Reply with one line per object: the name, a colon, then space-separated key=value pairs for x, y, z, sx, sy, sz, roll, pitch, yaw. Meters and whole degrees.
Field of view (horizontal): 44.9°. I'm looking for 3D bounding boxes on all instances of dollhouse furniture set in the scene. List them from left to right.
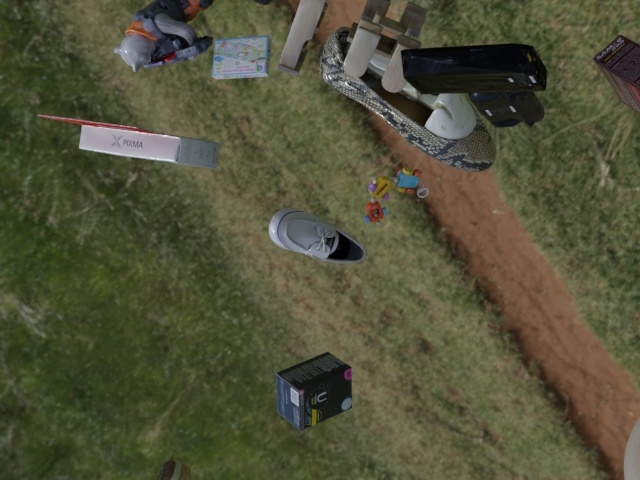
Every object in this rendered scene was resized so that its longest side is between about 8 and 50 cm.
dollhouse furniture set: x=0.064 y=-0.370 z=1.465 sx=0.242 sy=0.212 sz=0.161 roll=21 pitch=128 yaw=-5

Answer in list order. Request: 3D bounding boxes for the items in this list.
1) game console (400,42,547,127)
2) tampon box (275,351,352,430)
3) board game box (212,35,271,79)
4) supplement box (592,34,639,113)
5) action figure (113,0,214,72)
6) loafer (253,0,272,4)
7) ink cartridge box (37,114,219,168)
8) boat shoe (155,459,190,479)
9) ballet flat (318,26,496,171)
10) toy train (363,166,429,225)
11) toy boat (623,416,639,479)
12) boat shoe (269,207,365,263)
game console: x=0.290 y=-0.257 z=1.332 sx=0.213 sy=0.361 sz=0.044 roll=4 pitch=84 yaw=27
tampon box: x=-0.014 y=0.365 z=1.883 sx=0.101 sy=0.161 sz=0.120 roll=27 pitch=126 yaw=48
board game box: x=-0.208 y=-0.482 z=2.042 sx=0.154 sy=0.103 sz=0.026 roll=1 pitch=172 yaw=18
supplement box: x=0.614 y=-0.273 z=1.409 sx=0.130 sy=0.073 sz=0.239 roll=40 pitch=-167 yaw=-35
action figure: x=-0.363 y=-0.514 z=1.787 sx=0.341 sy=0.330 sz=0.178 roll=-1 pitch=137 yaw=46
loafer: x=-0.117 y=-0.675 z=1.768 sx=0.134 sy=0.130 sz=0.366 roll=26 pitch=168 yaw=-13
ink cartridge box: x=-0.381 y=-0.195 z=1.540 sx=0.275 sy=0.239 sz=0.060 roll=11 pitch=96 yaw=30
boat shoe: x=-0.160 y=0.320 z=0.837 sx=0.072 sy=0.068 sz=0.190 roll=18 pitch=115 yaw=-6
ballet flat: x=0.209 y=-0.329 z=1.768 sx=0.483 sy=0.164 sz=0.182 roll=34 pitch=157 yaw=4
toy train: x=0.163 y=-0.111 z=1.797 sx=0.046 sy=0.166 sz=0.125 roll=62 pitch=179 yaw=44
toy boat: x=0.375 y=0.218 z=0.641 sx=0.151 sy=0.151 sz=0.231 roll=35 pitch=-179 yaw=-44
boat shoe: x=0.000 y=0.000 z=1.710 sx=0.088 sy=0.096 sz=0.267 roll=15 pitch=172 yaw=42
